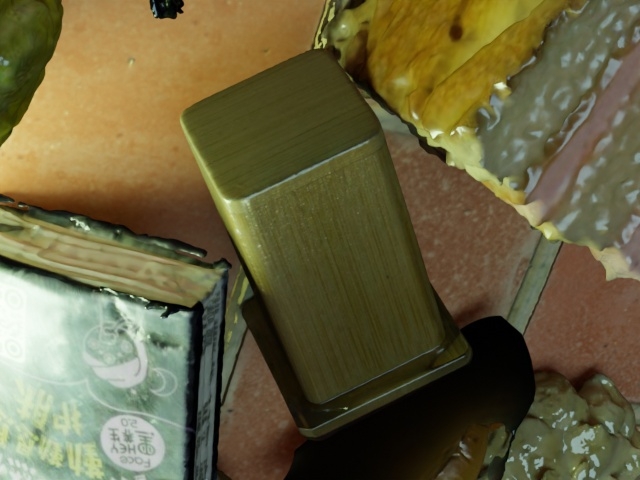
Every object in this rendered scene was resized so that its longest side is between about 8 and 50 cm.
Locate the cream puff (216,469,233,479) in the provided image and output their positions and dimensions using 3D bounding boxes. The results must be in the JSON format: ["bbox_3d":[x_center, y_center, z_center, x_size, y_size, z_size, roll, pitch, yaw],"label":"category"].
[{"bbox_3d":[-0.144,0.298,1.502,0.144,0.126,0.103,31,121,-25],"label":"cream puff"}]

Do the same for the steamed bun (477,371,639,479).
[{"bbox_3d":[0.257,0.294,1.656,0.292,0.137,0.295,-36,129,6],"label":"steamed bun"}]

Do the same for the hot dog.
[{"bbox_3d":[0.110,0.243,1.538,0.326,0.194,0.107,-29,148,4],"label":"hot dog"}]

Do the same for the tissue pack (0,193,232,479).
[{"bbox_3d":[-0.224,0.159,1.321,0.259,0.122,0.361,14,122,15],"label":"tissue pack"}]

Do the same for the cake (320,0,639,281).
[{"bbox_3d":[0.227,-0.157,1.258,0.307,0.314,0.293,30,104,-32],"label":"cake"}]

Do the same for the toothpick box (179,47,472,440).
[{"bbox_3d":[0.000,0.000,1.306,0.187,0.190,0.308,-25,136,-5],"label":"toothpick box"}]

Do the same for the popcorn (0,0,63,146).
[{"bbox_3d":[-0.324,-0.163,1.101,0.225,0.249,0.249,26,111,-1],"label":"popcorn"}]

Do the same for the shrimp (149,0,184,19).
[{"bbox_3d":[-0.076,-0.360,1.161,0.233,0.071,0.365,-7,117,-24],"label":"shrimp"}]
